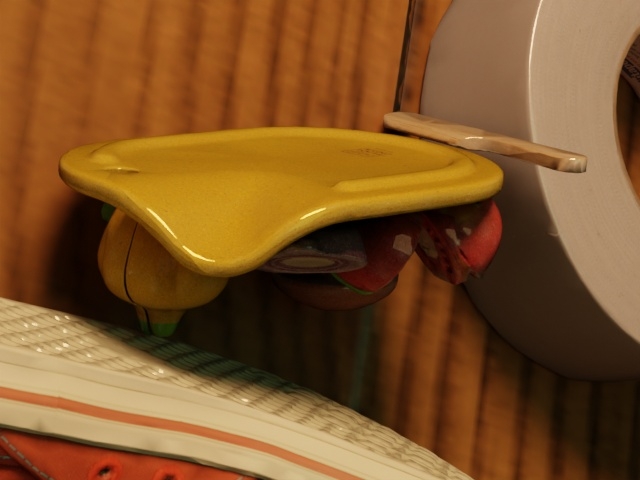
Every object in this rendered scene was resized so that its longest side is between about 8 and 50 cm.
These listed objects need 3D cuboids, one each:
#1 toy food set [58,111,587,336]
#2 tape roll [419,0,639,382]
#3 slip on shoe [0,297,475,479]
[{"bbox_3d":[0.000,0.000,0.658,0.218,0.128,0.071,-9,108,-44],"label":"toy food set"},{"bbox_3d":[0.150,-0.044,0.811,0.219,0.072,0.219,8,78,-37],"label":"tape roll"},{"bbox_3d":[-0.045,0.097,0.612,0.331,0.123,0.101,18,94,-36],"label":"slip on shoe"}]
